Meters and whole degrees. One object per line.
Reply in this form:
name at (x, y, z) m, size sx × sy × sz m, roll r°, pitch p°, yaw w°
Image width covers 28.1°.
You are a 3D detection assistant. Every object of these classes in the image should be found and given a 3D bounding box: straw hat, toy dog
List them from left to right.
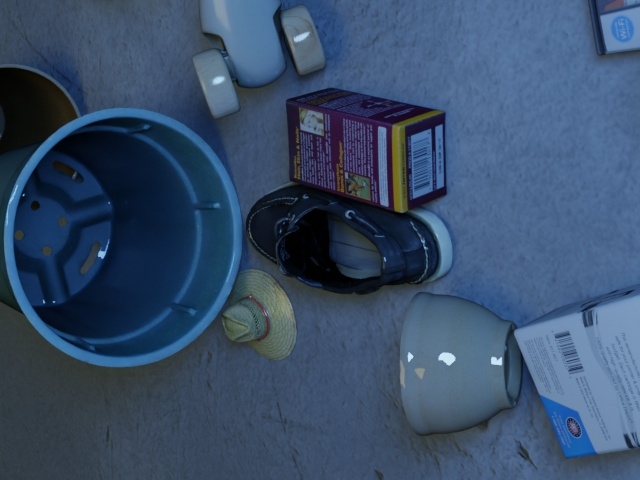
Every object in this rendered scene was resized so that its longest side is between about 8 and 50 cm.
toy dog at (-0.109, -0.316, 1.525) m, size 0.161 × 0.220 × 0.334 m, roll -132°, pitch 41°, yaw -73°
straw hat at (-0.103, 0.112, 1.775) m, size 0.144 × 0.061 × 0.144 m, roll 22°, pitch 121°, yaw 42°

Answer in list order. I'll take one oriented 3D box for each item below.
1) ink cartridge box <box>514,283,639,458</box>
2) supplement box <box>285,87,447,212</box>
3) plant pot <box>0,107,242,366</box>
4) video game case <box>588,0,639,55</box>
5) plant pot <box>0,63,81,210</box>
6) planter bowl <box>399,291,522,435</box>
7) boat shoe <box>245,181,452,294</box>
ink cartridge box at (0.314, 0.125, 1.281) m, size 0.203 × 0.086 × 0.148 m, roll -22°, pitch 89°, yaw 50°
supplement box at (0.051, -0.108, 1.486) m, size 0.188 × 0.080 × 0.104 m, roll 19°, pitch 120°, yaw 43°
plant pot at (-0.338, -0.012, 1.811) m, size 0.334 × 0.341 × 0.341 m, roll 6°, pitch 110°, yaw 57°
video game case at (0.328, -0.310, 1.117) m, size 0.248 × 0.035 × 0.275 m, roll 0°, pitch 106°, yaw 49°
plant pot at (-0.529, -0.171, 2.038) m, size 0.254 × 0.237 × 0.237 m, roll 21°, pitch 122°, yaw 59°
planter bowl at (0.164, 0.138, 1.424) m, size 0.109 × 0.162 × 0.162 m, roll -1°, pitch 107°, yaw 21°
boat shoe at (0.001, 0.004, 1.567) m, size 0.340 × 0.113 × 0.127 m, roll 17°, pitch 118°, yaw 44°
